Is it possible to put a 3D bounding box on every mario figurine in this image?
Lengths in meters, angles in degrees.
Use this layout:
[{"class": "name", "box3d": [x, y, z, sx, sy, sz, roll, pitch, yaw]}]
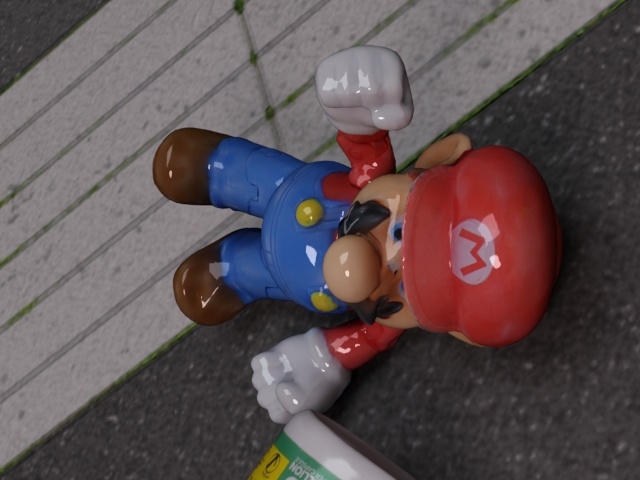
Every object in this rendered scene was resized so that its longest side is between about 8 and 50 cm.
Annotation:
[{"class": "mario figurine", "box3d": [0.000, 0.000, 1.063, 0.320, 0.198, 0.170, 4, 53, 51]}]

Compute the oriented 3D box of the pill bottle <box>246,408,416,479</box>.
[{"class": "pill bottle", "box3d": [-0.024, 0.209, 0.989, 0.208, 0.117, 0.117, -54, 39, -1]}]
